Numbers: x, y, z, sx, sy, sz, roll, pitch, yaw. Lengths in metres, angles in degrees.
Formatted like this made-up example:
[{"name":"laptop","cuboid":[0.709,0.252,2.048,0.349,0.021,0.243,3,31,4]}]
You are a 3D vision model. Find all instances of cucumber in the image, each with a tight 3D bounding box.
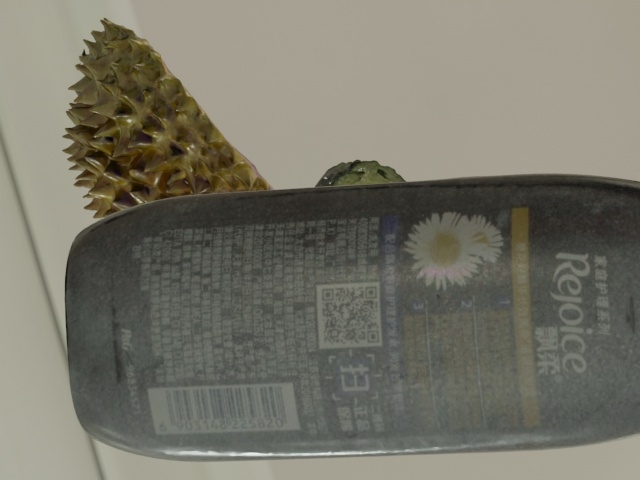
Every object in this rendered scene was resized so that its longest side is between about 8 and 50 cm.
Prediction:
[{"name":"cucumber","cuboid":[-0.001,0.002,1.509,0.067,0.067,0.245,-16,169,-20]}]

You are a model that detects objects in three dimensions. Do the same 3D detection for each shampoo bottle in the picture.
[{"name":"shampoo bottle","cuboid":[0.036,0.023,0.621,0.234,0.087,0.049,-4,180,14]}]

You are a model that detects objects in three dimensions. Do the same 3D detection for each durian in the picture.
[{"name":"durian","cuboid":[-0.141,-0.088,1.771,0.154,0.260,0.186,-34,143,-29]}]
